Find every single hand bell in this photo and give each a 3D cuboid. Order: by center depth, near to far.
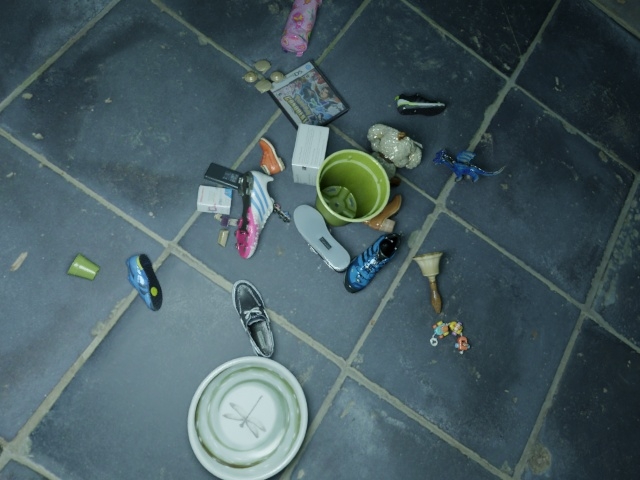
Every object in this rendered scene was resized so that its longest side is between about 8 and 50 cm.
[{"bbox_3d":[0.456,0.176,1.814,0.126,0.126,0.242,-11,91,-15],"label":"hand bell"}]

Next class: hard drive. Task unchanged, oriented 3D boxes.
[{"bbox_3d":[-0.373,-0.248,1.728,0.135,0.022,0.094,19,42,-8],"label":"hard drive"}]

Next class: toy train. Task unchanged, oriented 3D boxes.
[{"bbox_3d":[-0.178,-0.129,1.766,0.158,0.027,0.036,42,61,0],"label":"toy train"},{"bbox_3d":[0.529,0.386,1.796,0.166,0.046,0.125,10,74,-11],"label":"toy train"}]

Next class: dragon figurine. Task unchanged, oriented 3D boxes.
[{"bbox_3d":[0.620,-0.323,1.910,0.144,0.289,0.085,45,69,-40],"label":"dragon figurine"}]

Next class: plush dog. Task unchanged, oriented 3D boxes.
[{"bbox_3d":[0.278,-0.343,1.857,0.262,0.210,0.225,33,98,-2],"label":"plush dog"}]

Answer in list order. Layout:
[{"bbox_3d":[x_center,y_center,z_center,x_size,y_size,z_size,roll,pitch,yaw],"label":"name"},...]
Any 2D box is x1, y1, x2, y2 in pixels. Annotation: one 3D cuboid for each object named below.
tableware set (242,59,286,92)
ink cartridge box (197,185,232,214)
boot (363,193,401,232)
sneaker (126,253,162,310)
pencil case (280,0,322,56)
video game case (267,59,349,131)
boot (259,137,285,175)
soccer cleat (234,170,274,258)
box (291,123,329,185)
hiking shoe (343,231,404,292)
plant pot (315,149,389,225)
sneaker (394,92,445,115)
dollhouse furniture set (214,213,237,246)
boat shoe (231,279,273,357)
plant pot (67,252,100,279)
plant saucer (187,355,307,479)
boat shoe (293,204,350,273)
[{"bbox_3d":[-0.239,-0.687,1.870,0.168,0.020,0.141,41,70,19],"label":"tableware set"},{"bbox_3d":[-0.403,-0.154,1.695,0.122,0.052,0.089,7,58,-13],"label":"ink cartridge box"},{"bbox_3d":[0.247,-0.133,1.846,0.152,0.073,0.197,19,59,5],"label":"boot"},{"bbox_3d":[-0.627,0.153,1.580,0.082,0.069,0.210,-20,90,16],"label":"sneaker"},{"bbox_3d":[-0.082,-0.952,1.944,0.124,0.124,0.284,17,74,-9],"label":"pencil case"},{"bbox_3d":[-0.055,-0.603,1.904,0.248,0.035,0.275,-37,87,-19],"label":"video game case"},{"bbox_3d":[-0.217,-0.336,1.792,0.084,0.059,0.158,-30,86,-13],"label":"boot"},{"bbox_3d":[-0.236,-0.096,1.686,0.143,0.116,0.332,2,93,-39],"label":"soccer cleat"},{"bbox_3d":[-0.038,-0.333,1.759,0.118,0.181,0.182,9,75,2],"label":"box"},{"bbox_3d":[0.200,0.076,1.748,0.113,0.132,0.304,40,71,-1],"label":"hiking shoe"},{"bbox_3d":[0.092,-0.169,1.719,0.275,0.254,0.276,3,75,-12],"label":"plant pot"},{"bbox_3d":[0.451,-0.622,2.002,0.234,0.084,0.097,-1,76,-13],"label":"sneaker"},{"bbox_3d":[-0.360,-0.037,1.710,0.081,0.091,0.115,8,99,-52],"label":"dollhouse furniture set"},{"bbox_3d":[-0.240,0.281,1.611,0.108,0.102,0.302,-16,81,-16],"label":"boat shoe"},{"bbox_3d":[-0.811,0.098,1.540,0.079,0.083,0.083,29,72,-17],"label":"plant pot"},{"bbox_3d":[-0.247,0.603,1.533,0.400,0.100,0.401,3,77,-13],"label":"plant saucer"},{"bbox_3d":[0.004,-0.002,1.735,0.113,0.105,0.306,-40,78,-15],"label":"boat shoe"}]
